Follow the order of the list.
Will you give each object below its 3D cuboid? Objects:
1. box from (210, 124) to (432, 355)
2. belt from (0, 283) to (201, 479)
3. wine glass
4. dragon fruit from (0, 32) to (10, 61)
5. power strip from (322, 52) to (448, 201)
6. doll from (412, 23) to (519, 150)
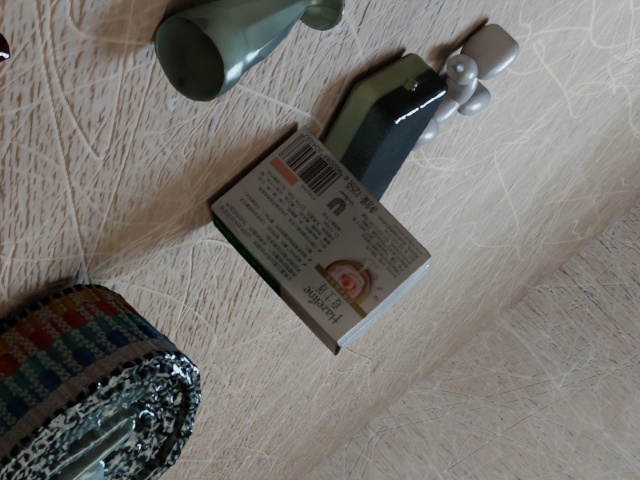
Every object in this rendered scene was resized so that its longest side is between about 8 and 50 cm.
[{"bbox_3d":[0.000,0.000,1.629,0.135,0.199,0.081,-41,168,-10],"label":"box"},{"bbox_3d":[-0.265,0.176,1.483,0.295,0.160,0.207,-42,147,-12],"label":"belt"},{"bbox_3d":[-0.052,-0.168,1.255,0.155,0.073,0.073,-32,162,-41],"label":"wine glass"},{"bbox_3d":[-0.307,-0.084,0.685,0.205,0.152,0.317,-29,-175,17],"label":"dragon fruit"},{"bbox_3d":[0.050,-0.101,1.750,0.105,0.070,0.256,-35,166,-39],"label":"power strip"},{"bbox_3d":[0.148,-0.167,1.847,0.160,0.059,0.161,-34,164,-35],"label":"doll"}]
